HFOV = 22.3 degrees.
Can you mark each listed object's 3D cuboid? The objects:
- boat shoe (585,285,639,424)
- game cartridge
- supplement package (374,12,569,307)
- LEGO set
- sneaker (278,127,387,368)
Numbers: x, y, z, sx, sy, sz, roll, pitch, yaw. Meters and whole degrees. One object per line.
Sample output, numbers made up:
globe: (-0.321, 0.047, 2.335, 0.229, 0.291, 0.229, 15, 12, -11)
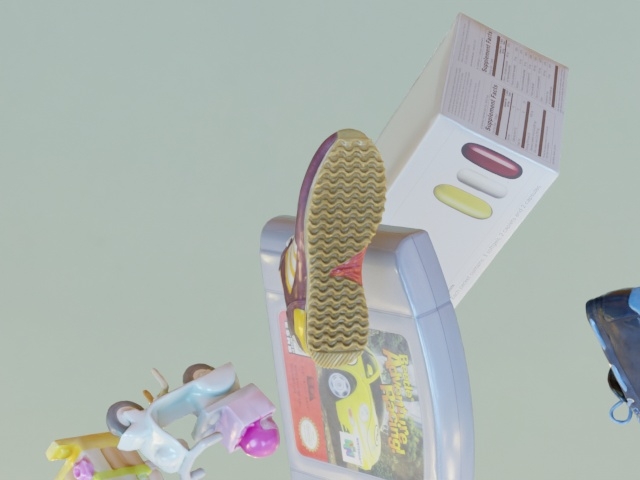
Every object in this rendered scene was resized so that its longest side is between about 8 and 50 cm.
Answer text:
boat shoe: (0.364, 0.142, 1.818, 0.089, 0.258, 0.109, -2, -143, 30)
game cartridge: (0.043, 0.128, 1.404, 0.196, 0.294, 0.060, 6, -160, 42)
supplement package: (0.141, -0.076, 1.798, 0.145, 0.262, 0.204, 26, -141, -9)
LEGO set: (-0.097, 0.193, 0.856, 0.132, 0.287, 0.107, -20, -122, -30)
sneaker: (0.000, 0.000, 1.238, 0.069, 0.185, 0.084, -1, -162, -26)
